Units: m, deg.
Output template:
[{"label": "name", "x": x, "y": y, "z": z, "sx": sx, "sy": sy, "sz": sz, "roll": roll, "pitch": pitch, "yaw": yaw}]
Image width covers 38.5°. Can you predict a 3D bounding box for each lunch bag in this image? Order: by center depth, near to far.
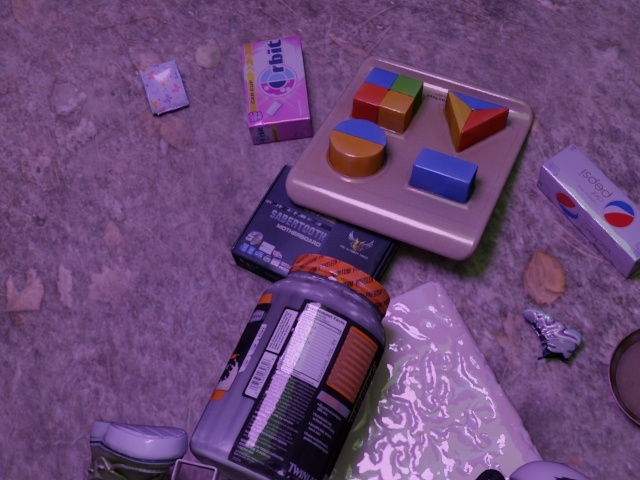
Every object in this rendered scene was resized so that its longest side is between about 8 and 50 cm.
[{"label": "lunch bag", "x": -0.279, "y": -0.272, "z": 1.641, "sx": 0.071, "sy": 0.053, "sz": 0.083, "roll": -19, "pitch": 90, "yaw": -4}]

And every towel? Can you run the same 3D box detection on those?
[{"label": "towel", "x": 0.115, "y": 0.260, "z": 1.353, "sx": 0.317, "sy": 0.053, "sz": 0.331, "roll": -25, "pitch": 65, "yaw": -5}]

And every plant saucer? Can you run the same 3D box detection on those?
[{"label": "plant saucer", "x": 0.509, "y": 0.206, "z": 1.352, "sx": 0.169, "sy": 0.029, "sz": 0.168, "roll": -2, "pitch": 64, "yaw": 5}]

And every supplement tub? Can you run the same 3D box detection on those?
[{"label": "supplement tub", "x": -0.031, "y": 0.189, "z": 1.270, "sx": 0.194, "sy": 0.193, "sz": 0.316, "roll": 21, "pitch": 68, "yaw": 15}]

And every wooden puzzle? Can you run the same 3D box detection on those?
[{"label": "wooden puzzle", "x": 0.154, "y": -0.161, "z": 1.497, "sx": 0.322, "sy": 0.080, "sz": 0.347, "roll": 20, "pitch": 56, "yaw": 14}]

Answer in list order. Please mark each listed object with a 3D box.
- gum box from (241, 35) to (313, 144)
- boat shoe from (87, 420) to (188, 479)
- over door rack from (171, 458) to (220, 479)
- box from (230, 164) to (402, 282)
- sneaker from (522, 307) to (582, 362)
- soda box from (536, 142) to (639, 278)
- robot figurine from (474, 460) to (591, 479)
[{"label": "gum box", "x": -0.077, "y": -0.270, "z": 1.614, "sx": 0.107, "sy": 0.062, "sz": 0.188, "roll": -8, "pitch": 65, "yaw": 2}, {"label": "boat shoe", "x": -0.256, "y": 0.301, "z": 1.263, "sx": 0.109, "sy": 0.302, "sz": 0.094, "roll": 9, "pitch": 78, "yaw": -22}, {"label": "over door rack", "x": -0.123, "y": 0.461, "z": 1.179, "sx": 0.108, "sy": 0.239, "sz": 0.324, "roll": -2, "pitch": 65, "yaw": 6}, {"label": "box", "x": 0.000, "y": 0.000, "z": 1.482, "sx": 0.233, "sy": 0.059, "sz": 0.183, "roll": 25, "pitch": 69, "yaw": 17}, {"label": "sneaker", "x": 0.340, "y": 0.150, "z": 1.389, "sx": 0.098, "sy": 0.038, "sz": 0.069, "roll": 29, "pitch": 70, "yaw": 18}, {"label": "soda box", "x": 0.441, "y": -0.048, "z": 1.452, "sx": 0.069, "sy": 0.074, "sz": 0.216, "roll": -34, "pitch": 67, "yaw": -10}, {"label": "robot figurine", "x": 0.265, "y": 0.420, "z": 1.189, "sx": 0.278, "sy": 0.209, "sz": 0.174, "roll": -47, "pitch": 47, "yaw": -11}]
